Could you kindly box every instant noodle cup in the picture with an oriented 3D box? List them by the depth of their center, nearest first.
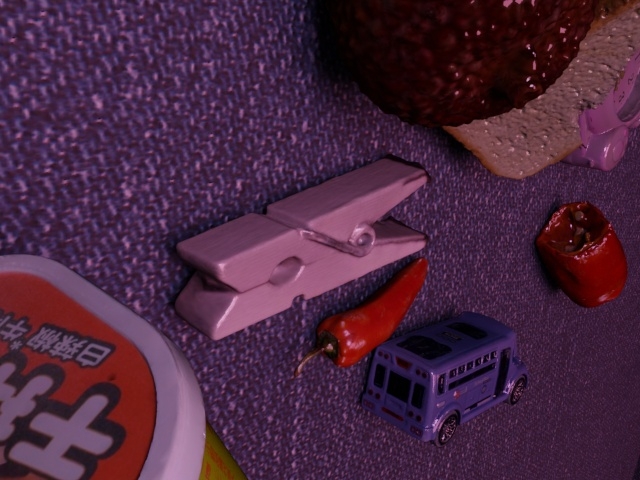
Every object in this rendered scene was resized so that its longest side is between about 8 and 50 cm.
[{"bbox_3d":[-0.171,0.211,0.481,0.294,0.293,0.308,-51,145,-21],"label":"instant noodle cup"}]

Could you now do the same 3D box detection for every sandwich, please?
[{"bbox_3d":[0.285,-0.200,0.814,0.254,0.288,0.100,23,45,-46],"label":"sandwich"}]

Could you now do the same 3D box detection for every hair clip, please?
[{"bbox_3d":[-0.004,-0.002,0.702,0.330,0.085,0.101,-23,130,-41],"label":"hair clip"}]

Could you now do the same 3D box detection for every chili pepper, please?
[{"bbox_3d":[0.063,0.098,0.846,0.272,0.063,0.071,-32,141,-40],"label":"chili pepper"},{"bbox_3d":[0.527,0.064,1.313,0.135,0.131,0.338,-51,141,-6],"label":"chili pepper"}]

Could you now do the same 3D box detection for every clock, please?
[{"bbox_3d":[0.483,-0.309,1.107,0.322,0.113,0.296,-47,136,-26],"label":"clock"}]

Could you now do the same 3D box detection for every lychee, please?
[{"bbox_3d":[0.127,-0.234,0.621,0.260,0.260,0.261,-24,123,-41],"label":"lychee"}]

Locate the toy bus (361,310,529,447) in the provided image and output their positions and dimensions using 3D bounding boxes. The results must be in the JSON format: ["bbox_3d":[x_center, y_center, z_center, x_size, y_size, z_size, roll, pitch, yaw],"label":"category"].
[{"bbox_3d":[0.198,0.188,0.989,0.292,0.125,0.133,-9,113,-46],"label":"toy bus"}]
